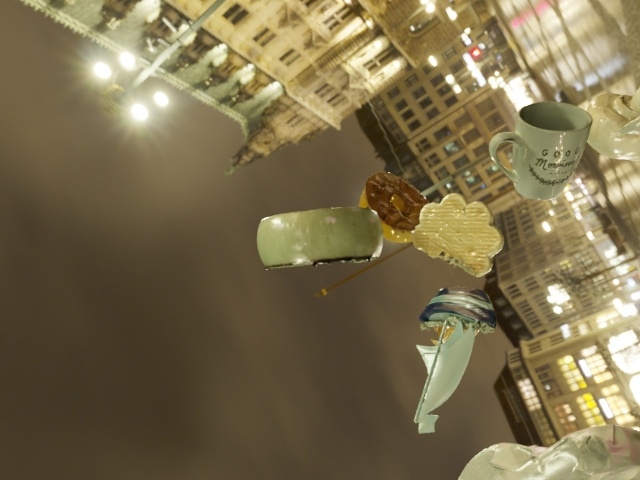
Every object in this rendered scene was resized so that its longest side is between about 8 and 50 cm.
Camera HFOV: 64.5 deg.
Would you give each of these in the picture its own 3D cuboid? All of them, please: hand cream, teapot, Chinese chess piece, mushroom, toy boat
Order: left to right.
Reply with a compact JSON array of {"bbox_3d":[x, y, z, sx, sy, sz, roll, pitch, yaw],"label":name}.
[{"bbox_3d":[0.000,0.000,1.408,0.349,0.349,0.146,0,-96,-61],"label":"Chinese chess piece"},{"bbox_3d":[0.234,0.227,0.982,0.067,0.220,0.291,32,-110,-19],"label":"toy boat"},{"bbox_3d":[0.232,0.265,0.457,0.178,0.221,0.163,32,-129,-23],"label":"teapot"},{"bbox_3d":[0.916,-0.362,1.483,0.254,0.234,0.260,38,-132,26],"label":"mushroom"},{"bbox_3d":[0.729,-0.257,1.132,0.234,0.080,0.050,-10,-73,-71],"label":"hand cream"}]

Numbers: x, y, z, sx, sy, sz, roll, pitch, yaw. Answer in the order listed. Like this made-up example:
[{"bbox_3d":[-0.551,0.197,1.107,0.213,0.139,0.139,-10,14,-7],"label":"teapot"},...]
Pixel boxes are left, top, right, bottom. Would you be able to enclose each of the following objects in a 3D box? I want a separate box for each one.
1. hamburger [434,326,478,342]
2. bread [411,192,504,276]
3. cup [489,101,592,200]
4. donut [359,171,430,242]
[{"bbox_3d":[0.409,0.240,1.501,0.138,0.147,0.083,-3,-136,-12],"label":"hamburger"},{"bbox_3d":[0.354,-0.022,1.296,0.039,0.182,0.251,13,-169,-45],"label":"bread"},{"bbox_3d":[0.592,-0.239,1.416,0.186,0.258,0.234,-101,7,-52],"label":"cup"},{"bbox_3d":[0.258,-0.106,1.777,0.277,0.108,0.277,16,-136,-17],"label":"donut"}]
